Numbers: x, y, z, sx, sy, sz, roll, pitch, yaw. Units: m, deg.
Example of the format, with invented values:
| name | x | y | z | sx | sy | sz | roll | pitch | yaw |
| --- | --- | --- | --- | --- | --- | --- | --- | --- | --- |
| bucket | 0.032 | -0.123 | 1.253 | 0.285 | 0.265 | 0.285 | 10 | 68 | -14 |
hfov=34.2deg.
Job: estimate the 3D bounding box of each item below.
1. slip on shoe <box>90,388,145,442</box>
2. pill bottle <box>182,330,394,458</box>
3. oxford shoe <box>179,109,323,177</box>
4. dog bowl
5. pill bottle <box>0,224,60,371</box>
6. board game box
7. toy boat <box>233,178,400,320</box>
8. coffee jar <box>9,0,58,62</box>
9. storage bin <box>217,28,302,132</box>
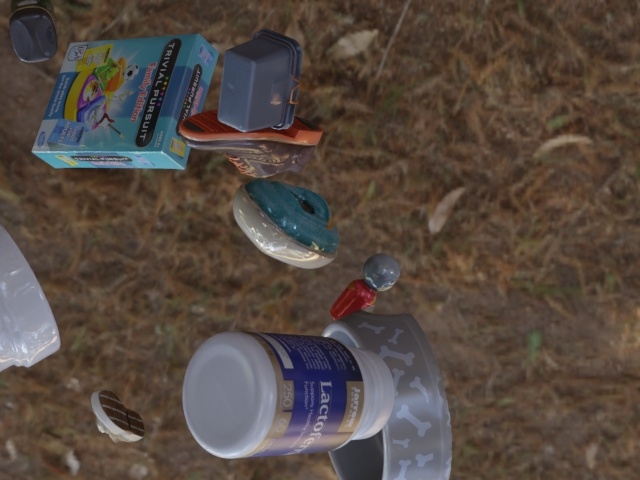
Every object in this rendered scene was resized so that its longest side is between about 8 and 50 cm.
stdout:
| name | x | y | z | sx | sy | sz | roll | pitch | yaw |
| --- | --- | --- | --- | --- | --- | --- | --- | --- | --- |
| slip on shoe | -0.261 | 0.222 | 1.292 | 0.041 | 0.052 | 0.135 | -18 | 157 | 5 |
| pill bottle | -0.033 | 0.196 | 1.331 | 0.153 | 0.153 | 0.264 | -37 | 152 | 32 |
| oxford shoe | -0.108 | -0.140 | 1.602 | 0.271 | 0.097 | 0.098 | -1 | 118 | -44 |
| dog bowl | 0.090 | 0.275 | 1.690 | 0.102 | 0.349 | 0.349 | -8 | 132 | -20 |
| pill bottle | -0.488 | 0.128 | 1.128 | 0.210 | 0.362 | 0.210 | 44 | 150 | 34 |
| board game box | -0.385 | -0.270 | 2.040 | 0.335 | 0.254 | 0.079 | 2 | 159 | 31 |
| toy boat | 0.000 | 0.000 | 1.876 | 0.148 | 0.267 | 0.318 | -48 | 69 | 12 |
| coffee jar | -0.512 | -0.384 | 1.857 | 0.079 | 0.184 | 0.096 | -11 | 119 | -10 |
| storage bin | -0.086 | -0.212 | 1.443 | 0.098 | 0.091 | 0.135 | 26 | 123 | 27 |
